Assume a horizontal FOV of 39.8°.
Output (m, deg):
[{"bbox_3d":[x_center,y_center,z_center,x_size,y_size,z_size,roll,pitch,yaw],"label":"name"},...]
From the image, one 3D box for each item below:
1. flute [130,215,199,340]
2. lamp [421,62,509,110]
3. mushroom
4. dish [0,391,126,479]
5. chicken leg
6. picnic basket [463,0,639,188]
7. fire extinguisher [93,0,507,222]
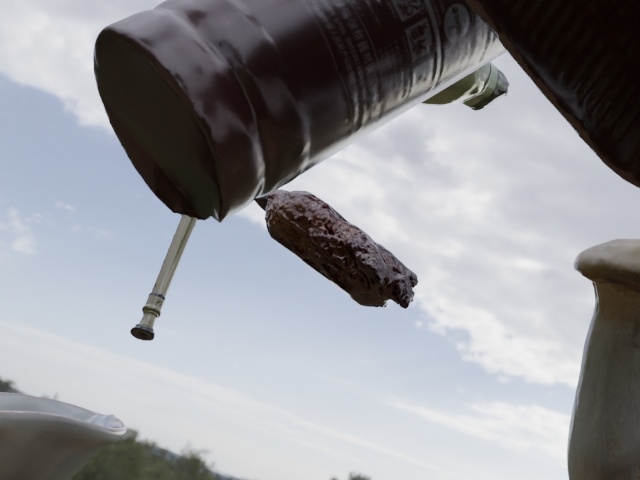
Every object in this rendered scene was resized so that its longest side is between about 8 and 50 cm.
[{"bbox_3d":[-0.151,0.002,0.950,0.027,0.233,0.027,12,-33,8],"label":"flute"},{"bbox_3d":[0.088,-0.190,0.855,0.250,0.101,0.101,23,-15,-35],"label":"lamp"},{"bbox_3d":[0.337,0.154,0.925,0.159,0.328,0.122,-8,14,-12],"label":"mushroom"},{"bbox_3d":[-0.248,0.139,0.591,0.230,0.081,0.229,10,-10,2],"label":"dish"},{"bbox_3d":[-0.002,-0.002,0.715,0.219,0.048,0.089,34,-10,40],"label":"chicken leg"},{"bbox_3d":[0.180,-0.127,0.361,0.297,0.129,0.223,37,-11,-39],"label":"picnic basket"},{"bbox_3d":[0.045,-0.128,0.521,0.114,0.337,0.135,13,-49,55],"label":"fire extinguisher"}]
